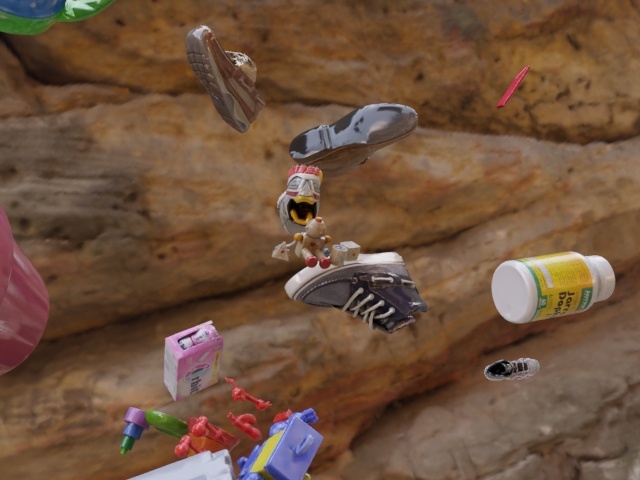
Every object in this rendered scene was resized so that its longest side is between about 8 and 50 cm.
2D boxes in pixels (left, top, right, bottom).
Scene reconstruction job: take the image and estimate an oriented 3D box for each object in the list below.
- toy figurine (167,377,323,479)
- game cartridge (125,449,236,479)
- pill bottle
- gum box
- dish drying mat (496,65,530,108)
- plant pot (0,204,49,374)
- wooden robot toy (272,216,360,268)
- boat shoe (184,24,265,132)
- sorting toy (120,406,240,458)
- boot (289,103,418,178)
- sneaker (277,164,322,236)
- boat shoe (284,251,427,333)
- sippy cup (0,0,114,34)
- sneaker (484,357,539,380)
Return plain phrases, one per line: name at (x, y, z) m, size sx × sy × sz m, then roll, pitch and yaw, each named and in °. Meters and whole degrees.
toy figurine at (-0.106, 0.360, 1.336) m, size 0.217 × 0.191 × 0.362 m, roll -33°, pitch 14°, yaw 41°
game cartridge at (-0.197, 0.434, 1.150) m, size 0.196 × 0.060 × 0.294 m, roll -16°, pitch 34°, yaw -6°
pill bottle at (0.433, 0.083, 1.527) m, size 0.209 × 0.117 × 0.118 m, roll -7°, pitch -4°, yaw -24°
gum box at (-0.276, 0.258, 1.785) m, size 0.107 × 0.062 × 0.188 m, roll -22°, pitch -32°, yaw -27°
dish drying mat at (0.332, -0.264, 1.427) m, size 0.083 × 0.008 × 0.032 m, roll -55°, pitch 9°, yaw -4°
plant pot at (-0.345, 0.044, 0.741) m, size 0.202 × 0.201 × 0.180 m, roll -23°, pitch -24°, yaw 3°
wooden robot toy at (0.000, 0.000, 1.425) m, size 0.173 × 0.079 × 0.076 m, roll 4°, pitch 21°, yaw -28°
boat shoe at (-0.213, -0.386, 1.911) m, size 0.116 × 0.123 × 0.324 m, roll -43°, pitch -28°, yaw -11°
sorting toy at (-0.331, 0.451, 1.803) m, size 0.366 × 0.127 × 0.126 m, roll -2°, pitch 57°, yaw 44°
boot at (0.089, -0.224, 1.897) m, size 0.306 × 0.112 × 0.115 m, roll -15°, pitch -38°, yaw 21°
sneaker at (-0.048, -0.064, 1.717) m, size 0.088 × 0.092 × 0.225 m, roll 5°, pitch -28°, yaw -2°
boat shoe at (0.089, 0.119, 1.724) m, size 0.341 × 0.158 × 0.127 m, roll -8°, pitch -32°, yaw -44°
sippy cup at (-0.431, -0.455, 1.181) m, size 0.224 × 0.240 × 0.305 m, roll -40°, pitch -10°, yaw 29°
sneaker at (0.340, 0.228, 1.466) m, size 0.098 × 0.038 × 0.069 m, roll -14°, pitch -17°, yaw 8°
